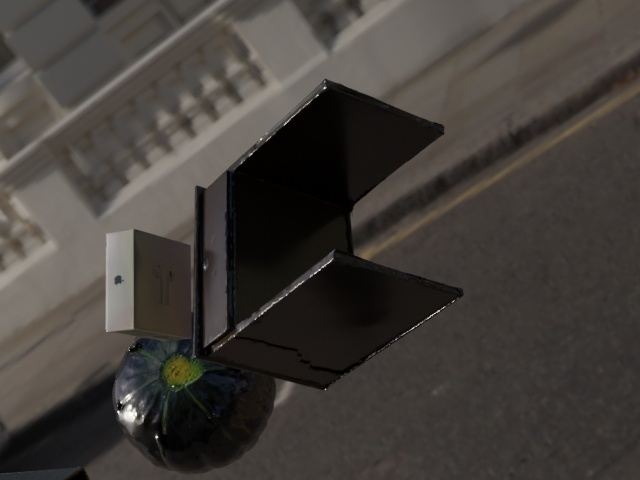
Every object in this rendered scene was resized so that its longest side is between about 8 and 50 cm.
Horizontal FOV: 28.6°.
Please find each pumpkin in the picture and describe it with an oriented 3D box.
[{"bbox_3d":[-0.218,0.282,2.252,0.296,0.296,0.296,-36,11,8],"label":"pumpkin"}]

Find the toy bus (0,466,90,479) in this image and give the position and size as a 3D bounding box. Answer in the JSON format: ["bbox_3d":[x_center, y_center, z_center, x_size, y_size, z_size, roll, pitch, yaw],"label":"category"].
[{"bbox_3d":[-0.521,0.468,1.982,0.323,0.194,0.162,-6,6,14],"label":"toy bus"}]

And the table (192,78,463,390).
[{"bbox_3d":[0.000,0.000,1.505,0.282,0.196,0.251,-38,43,44],"label":"table"}]

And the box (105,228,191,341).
[{"bbox_3d":[-0.226,0.061,1.652,0.051,0.129,0.130,-7,-13,27],"label":"box"}]
